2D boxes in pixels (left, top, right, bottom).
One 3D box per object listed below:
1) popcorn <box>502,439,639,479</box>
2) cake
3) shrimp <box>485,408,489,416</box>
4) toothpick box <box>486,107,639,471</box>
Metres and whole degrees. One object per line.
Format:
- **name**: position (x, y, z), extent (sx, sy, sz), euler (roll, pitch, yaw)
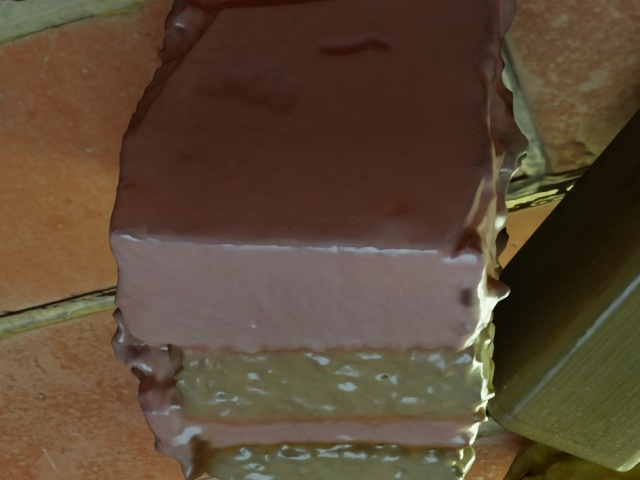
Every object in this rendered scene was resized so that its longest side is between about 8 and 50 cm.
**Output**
- **popcorn**: position (0.307, 0.282, 1.445), extent (0.249, 0.249, 0.225), euler (-9, 167, 13)
- **cake**: position (0.000, 0.000, 1.054), extent (0.293, 0.314, 0.306), euler (2, 140, 3)
- **shrimp**: position (0.019, 0.145, 1.401), extent (0.365, 0.071, 0.233), euler (-19, 129, 30)
- **toothpick box**: position (0.271, 0.025, 1.121), extent (0.187, 0.190, 0.308), euler (21, 125, -22)
